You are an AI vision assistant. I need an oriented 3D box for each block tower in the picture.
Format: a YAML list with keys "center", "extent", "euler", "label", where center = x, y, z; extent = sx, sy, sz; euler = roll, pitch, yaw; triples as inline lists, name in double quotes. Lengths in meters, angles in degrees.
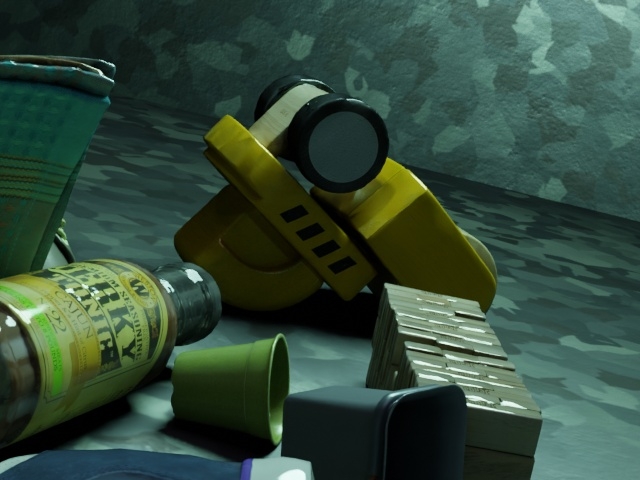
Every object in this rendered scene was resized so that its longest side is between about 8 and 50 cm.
- center: [0.097, 0.123, 1.113]
  extent: [0.097, 0.091, 0.335]
  euler: [11, 12, -3]
  label: "block tower"

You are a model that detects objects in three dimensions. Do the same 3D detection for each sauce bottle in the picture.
- center: [-0.178, 0.069, 1.039]
  extent: [0.111, 0.111, 0.344]
  euler: [16, 13, 18]
  label: "sauce bottle"

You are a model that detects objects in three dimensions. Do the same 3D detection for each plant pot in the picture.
- center: [-0.069, 0.110, 1.062]
  extent: [0.079, 0.083, 0.083]
  euler: [2, 10, 9]
  label: "plant pot"

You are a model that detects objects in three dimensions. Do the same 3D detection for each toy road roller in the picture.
- center: [0.000, 0.000, 1.475]
  extent: [0.329, 0.240, 0.202]
  euler: [48, -2, -21]
  label: "toy road roller"

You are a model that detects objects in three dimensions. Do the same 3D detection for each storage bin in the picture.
- center: [0.021, 0.148, 0.839]
  extent: [0.091, 0.135, 0.098]
  euler: [6, 6, 38]
  label: "storage bin"

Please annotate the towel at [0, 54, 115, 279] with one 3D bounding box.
- center: [-0.338, -0.017, 0.940]
  extent: [0.370, 0.271, 0.040]
  euler: [0, 42, -38]
  label: "towel"

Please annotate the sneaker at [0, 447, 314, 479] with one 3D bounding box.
- center: [-0.118, 0.191, 0.549]
  extent: [0.236, 0.130, 0.323]
  euler: [-4, 23, 3]
  label: "sneaker"

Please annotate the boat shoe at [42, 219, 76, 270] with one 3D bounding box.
- center: [-0.279, 0.006, 1.259]
  extent: [0.109, 0.091, 0.305]
  euler: [20, 5, -38]
  label: "boat shoe"
